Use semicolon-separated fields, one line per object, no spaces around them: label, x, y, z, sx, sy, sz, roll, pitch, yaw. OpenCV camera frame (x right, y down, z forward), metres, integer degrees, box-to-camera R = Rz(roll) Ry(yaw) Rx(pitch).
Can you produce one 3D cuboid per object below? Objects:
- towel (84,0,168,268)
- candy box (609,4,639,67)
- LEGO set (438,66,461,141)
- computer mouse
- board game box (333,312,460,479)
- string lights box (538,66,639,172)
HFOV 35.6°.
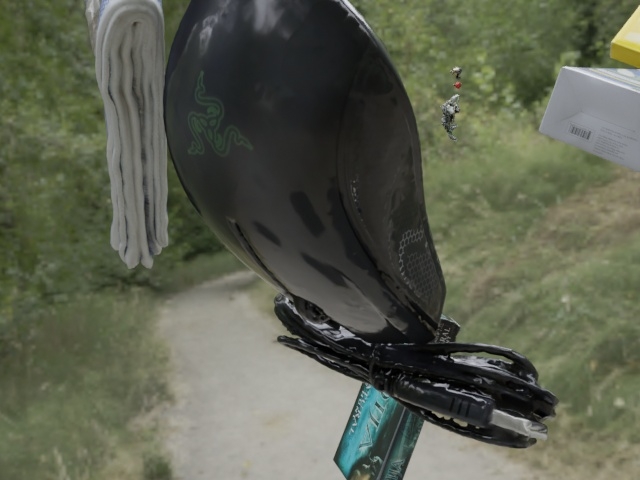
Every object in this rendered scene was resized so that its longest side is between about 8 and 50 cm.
towel;-0.123;-0.151;0.586;0.034;0.285;0.209;-6;-35;-13
candy box;0.392;-0.180;0.942;0.206;0.105;0.027;28;-22;29
LEGO set;0.146;-0.155;1.128;0.023;0.083;0.054;3;-7;11
computer mouse;0.000;0.000;0.473;0.188;0.272;0.072;17;53;40
board game box;0.068;0.147;0.938;0.026;0.186;0.126;19;3;-15
string lights box;0.359;-0.133;1.089;0.133;0.076;0.260;28;23;30
